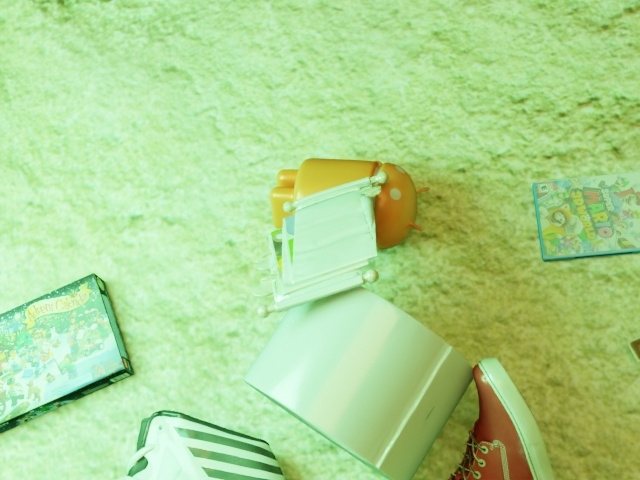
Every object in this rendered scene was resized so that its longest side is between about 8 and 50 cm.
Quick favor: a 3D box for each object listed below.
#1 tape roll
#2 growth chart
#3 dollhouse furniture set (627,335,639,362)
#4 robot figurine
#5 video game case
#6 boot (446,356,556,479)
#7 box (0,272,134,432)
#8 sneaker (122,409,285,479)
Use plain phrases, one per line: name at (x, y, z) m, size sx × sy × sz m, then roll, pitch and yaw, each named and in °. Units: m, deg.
tape roll at (0.048, 0.173, 1.115) m, size 0.246 × 0.246 × 0.169 m, roll 30°, pitch 77°, yaw 18°
growth chart at (0.000, 0.000, 1.107) m, size 0.172 × 0.021 × 0.237 m, roll -14°, pitch 35°, yaw 16°
dollhouse furniture set at (0.468, 0.135, 1.143) m, size 0.114 × 0.081 × 0.091 m, roll -25°, pitch 68°, yaw 0°
robot figurine at (0.042, -0.054, 1.259) m, size 0.219 × 0.158 × 0.128 m, roll 5°, pitch 93°, yaw 12°
video game case at (0.391, -0.035, 1.252) m, size 0.166 × 0.015 × 0.119 m, roll -6°, pitch 70°, yaw 7°
boot at (0.185, 0.269, 1.084) m, size 0.176 × 0.088 × 0.244 m, roll -21°, pitch 112°, yaw 4°
box at (-0.408, 0.167, 1.300) m, size 0.233 × 0.044 × 0.159 m, roll -24°, pitch 69°, yaw 0°
sneaker at (-0.251, 0.380, 1.158) m, size 0.448 × 0.169 × 0.257 m, roll -18°, pitch 60°, yaw -5°
